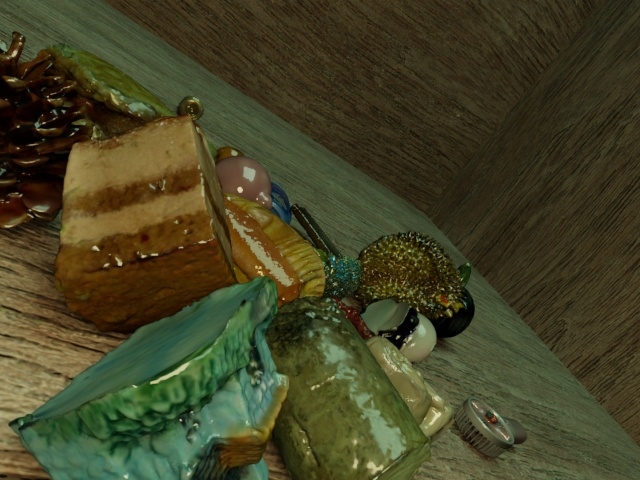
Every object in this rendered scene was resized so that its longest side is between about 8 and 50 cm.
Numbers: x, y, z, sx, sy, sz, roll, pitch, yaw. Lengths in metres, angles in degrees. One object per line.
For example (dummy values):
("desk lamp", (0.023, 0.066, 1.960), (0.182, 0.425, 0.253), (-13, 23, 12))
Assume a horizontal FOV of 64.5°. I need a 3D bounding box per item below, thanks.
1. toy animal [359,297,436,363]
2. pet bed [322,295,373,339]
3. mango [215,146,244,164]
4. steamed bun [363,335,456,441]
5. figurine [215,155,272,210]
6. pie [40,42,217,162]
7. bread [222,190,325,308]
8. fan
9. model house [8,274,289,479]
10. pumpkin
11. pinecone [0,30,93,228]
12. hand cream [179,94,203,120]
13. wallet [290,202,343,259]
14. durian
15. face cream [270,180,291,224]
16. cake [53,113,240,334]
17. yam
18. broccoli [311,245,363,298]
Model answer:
("toy animal", (0.191, 0.223, 1.200), (0.179, 0.138, 0.166), (40, 8, -25))
("pet bed", (0.041, 0.197, 1.090), (0.201, 0.053, 0.201), (32, 24, -17))
("mango", (-0.271, -0.233, 1.567), (0.105, 0.084, 0.159), (27, -9, 22))
("steamed bun", (0.110, 0.277, 0.876), (0.211, 0.144, 0.218), (45, -14, -2))
("figurine", (-0.203, -0.125, 1.257), (0.173, 0.173, 0.173), (34, 17, -12))
("pie", (-0.439, -0.272, 1.161), (0.395, 0.180, 0.418), (38, 9, -2))
("bread", (-0.138, 0.044, 0.866), (0.288, 0.204, 0.156), (46, 11, 9))
("fan", (0.407, 0.435, 1.179), (0.244, 0.074, 0.130), (24, 21, -42))
("model house", (-0.120, 0.201, 0.525), (0.241, 0.226, 0.261), (66, 16, -8))
("pumpkin", (0.369, 0.162, 1.540), (0.248, 0.248, 0.248), (34, 17, -12))
("pinecone", (-0.446, -0.157, 0.704), (0.264, 0.264, 0.264), (34, 17, -12))
("hand cream", (-0.478, -0.500, 1.865), (0.084, 0.084, 0.203), (29, 13, -27))
("wallet", (0.000, 0.000, 1.487), (0.243, 0.039, 0.133), (54, 11, 8))
("durian", (0.237, 0.104, 1.369), (0.293, 0.258, 0.258), (-3, 3, 20))
("face cream", (-0.145, -0.109, 1.481), (0.149, 0.083, 0.264), (45, 14, -16))
("cake", (-0.233, -0.042, 0.697), (0.196, 0.199, 0.293), (79, -4, -60))
("yam", (0.011, 0.229, 0.708), (0.195, 0.195, 0.300), (20, 26, -47))
("broccoli", (0.014, 0.075, 1.219), (0.160, 0.167, 0.154), (55, -1, 46))
